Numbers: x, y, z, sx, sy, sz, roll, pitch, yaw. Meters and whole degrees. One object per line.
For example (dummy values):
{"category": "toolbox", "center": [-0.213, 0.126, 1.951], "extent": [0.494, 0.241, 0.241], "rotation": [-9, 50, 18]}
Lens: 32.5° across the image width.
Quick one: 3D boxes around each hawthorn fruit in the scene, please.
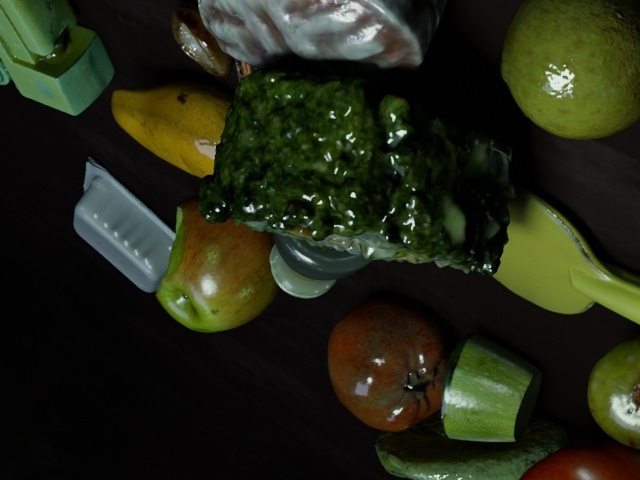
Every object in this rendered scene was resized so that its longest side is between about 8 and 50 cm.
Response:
{"category": "hawthorn fruit", "center": [0.102, 0.197, 1.832], "extent": [0.210, 0.210, 0.262], "rotation": [50, 172, -21]}

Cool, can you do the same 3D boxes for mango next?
{"category": "mango", "center": [-0.197, -0.176, 1.719], "extent": [0.295, 0.120, 0.177], "rotation": [27, 162, 35]}

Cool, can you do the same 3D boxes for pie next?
{"category": "pie", "center": [0.235, 0.336, 1.763], "extent": [0.323, 0.323, 0.070], "rotation": [5, 103, 56]}

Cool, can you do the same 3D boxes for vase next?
{"category": "vase", "center": [0.000, 0.000, 1.679], "extent": [0.173, 0.173, 0.321], "rotation": [40, 164, 4]}

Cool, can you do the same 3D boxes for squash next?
{"category": "squash", "center": [0.261, 0.238, 1.689], "extent": [0.123, 0.170, 0.170], "rotation": [17, 150, 23]}

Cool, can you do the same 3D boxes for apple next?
{"category": "apple", "center": [-0.191, 0.044, 1.973], "extent": [0.246, 0.226, 0.246], "rotation": [33, 154, 18]}

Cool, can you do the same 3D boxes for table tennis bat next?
{"category": "table tennis bat", "center": [0.307, 0.029, 1.366], "extent": [0.369, 0.054, 0.224], "rotation": [29, 153, 38]}

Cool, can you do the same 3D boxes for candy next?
{"category": "candy", "center": [0.000, -0.261, 1.184], "extent": [0.290, 0.157, 0.214], "rotation": [7, 158, 45]}

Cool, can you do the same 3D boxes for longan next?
{"category": "longan", "center": [0.249, -0.169, 0.990], "extent": [0.155, 0.176, 0.145], "rotation": [55, -155, -74]}

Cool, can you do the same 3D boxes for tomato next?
{"category": "tomato", "center": [0.421, 0.419, 1.579], "extent": [0.298, 0.299, 0.226], "rotation": [69, 178, -49]}

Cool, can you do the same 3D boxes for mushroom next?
{"category": "mushroom", "center": [-0.163, -0.283, 1.544], "extent": [0.123, 0.052, 0.123], "rotation": [47, 169, 12]}

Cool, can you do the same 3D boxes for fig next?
{"category": "fig", "center": [0.409, 0.194, 1.373], "extent": [0.148, 0.142, 0.186], "rotation": [2, 161, 29]}

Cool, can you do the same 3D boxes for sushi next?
{"category": "sushi", "center": [0.063, -0.066, 1.248], "extent": [0.294, 0.178, 0.352], "rotation": [11, 178, 35]}

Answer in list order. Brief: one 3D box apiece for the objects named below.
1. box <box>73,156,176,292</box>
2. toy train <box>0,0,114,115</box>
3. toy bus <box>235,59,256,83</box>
{"category": "box", "center": [-0.425, -0.004, 2.428], "extent": [0.337, 0.106, 0.264], "rotation": [40, 158, 1]}
{"category": "toy train", "center": [-0.506, -0.382, 1.805], "extent": [0.253, 0.160, 0.397], "rotation": [22, 152, 26]}
{"category": "toy bus", "center": [-0.099, -0.250, 1.532], "extent": [0.043, 0.031, 0.110], "rotation": [35, 156, 23]}
